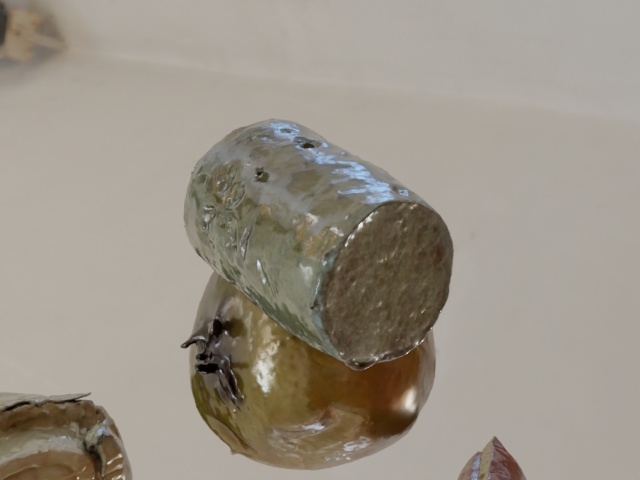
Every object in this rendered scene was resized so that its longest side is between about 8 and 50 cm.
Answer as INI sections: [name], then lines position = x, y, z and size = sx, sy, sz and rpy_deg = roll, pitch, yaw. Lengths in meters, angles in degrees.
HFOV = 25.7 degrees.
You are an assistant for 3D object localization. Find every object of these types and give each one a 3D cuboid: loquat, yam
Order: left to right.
[loquat]
position = -0.014, 0.082, 1.128
size = 0.213, 0.213, 0.213
rpy_deg = -24, -60, -51
[yam]
position = 0.000, 0.000, 0.798
size = 0.107, 0.194, 0.107
rpy_deg = -8, -71, -23

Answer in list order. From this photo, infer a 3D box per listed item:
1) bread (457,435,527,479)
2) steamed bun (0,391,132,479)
[bread]
position = 0.138, 0.247, 1.127
size = 0.192, 0.067, 0.119
rpy_deg = -58, -39, -68
[steamed bun]
position = -0.367, 0.306, 1.495
size = 0.394, 0.237, 0.346
rpy_deg = -48, -47, -1
